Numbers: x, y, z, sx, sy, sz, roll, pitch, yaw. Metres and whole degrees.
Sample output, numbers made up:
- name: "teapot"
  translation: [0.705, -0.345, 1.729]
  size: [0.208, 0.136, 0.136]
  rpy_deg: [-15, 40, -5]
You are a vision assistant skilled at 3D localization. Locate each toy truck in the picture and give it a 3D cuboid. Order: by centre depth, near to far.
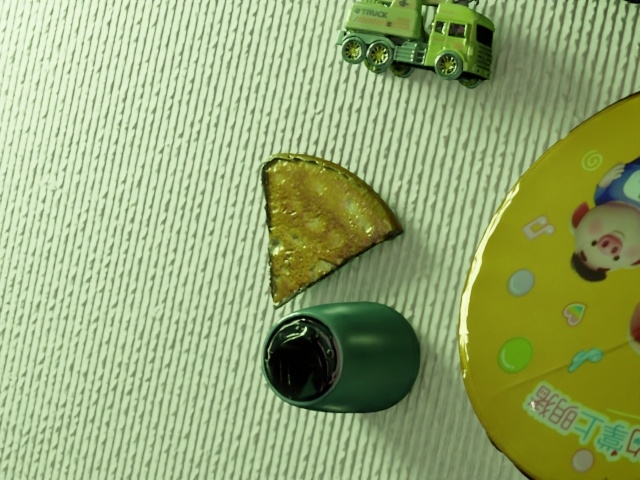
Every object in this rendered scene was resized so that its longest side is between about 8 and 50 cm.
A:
- name: "toy truck"
  translation: [0.103, -0.224, 1.618]
  size: [0.169, 0.077, 0.100]
  rpy_deg: [12, 93, 27]

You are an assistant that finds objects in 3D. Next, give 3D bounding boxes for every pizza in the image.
- name: "pizza"
  translation: [0.000, 0.000, 1.676]
  size: [0.184, 0.036, 0.176]
  rpy_deg: [18, 96, 24]

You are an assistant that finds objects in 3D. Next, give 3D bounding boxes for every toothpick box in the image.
- name: "toothpick box"
  translation: [0.018, 0.123, 1.575]
  size: [0.120, 0.184, 0.120]
  rpy_deg: [-1, 87, 27]

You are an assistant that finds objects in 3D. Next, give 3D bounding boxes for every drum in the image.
- name: "drum"
  translation: [0.345, 0.076, 1.321]
  size: [0.431, 0.214, 0.431]
  rpy_deg: [-21, 51, 28]

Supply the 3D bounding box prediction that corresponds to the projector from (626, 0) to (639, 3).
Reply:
- name: "projector"
  translation: [0.390, -0.403, 1.373]
  size: [0.395, 0.242, 0.405]
  rpy_deg: [16, 104, 24]
